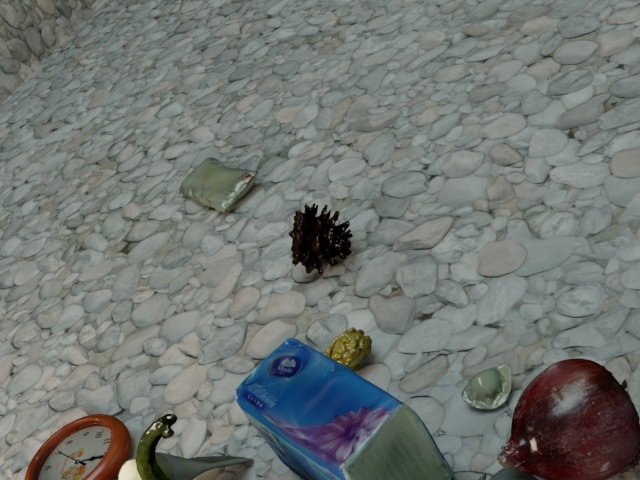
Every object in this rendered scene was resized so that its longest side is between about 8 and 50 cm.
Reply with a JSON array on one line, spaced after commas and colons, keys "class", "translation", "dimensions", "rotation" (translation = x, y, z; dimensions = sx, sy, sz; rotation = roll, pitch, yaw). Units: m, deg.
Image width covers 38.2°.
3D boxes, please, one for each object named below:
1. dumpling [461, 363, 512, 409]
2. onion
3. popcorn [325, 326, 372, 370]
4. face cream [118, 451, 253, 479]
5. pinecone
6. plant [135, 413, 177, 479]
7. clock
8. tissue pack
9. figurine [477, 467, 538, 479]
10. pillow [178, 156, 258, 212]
[{"class": "dumpling", "translation": [0.249, 0.220, 1.359], "dimensions": [0.077, 0.043, 0.059], "rotation": [-23, 48, -18]}, {"class": "onion", "translation": [0.306, 0.241, 1.174], "dimensions": [0.194, 0.160, 0.159], "rotation": [-23, 32, -12]}, {"class": "popcorn", "translation": [0.048, 0.183, 1.525], "dimensions": [0.057, 0.083, 0.082], "rotation": [43, 109, 26]}, {"class": "face cream", "translation": [-0.210, 0.348, 1.414], "dimensions": [0.114, 0.070, 0.224], "rotation": [-7, -5, 30]}, {"class": "pinecone", "translation": [0.000, -0.001, 1.756], "dimensions": [0.120, 0.140, 0.140], "rotation": [-2, 36, -4]}, {"class": "plant", "translation": [-0.157, 0.348, 1.254], "dimensions": [0.251, 0.334, 0.180], "rotation": [-24, 17, 31]}, {"class": "clock", "translation": [-0.426, 0.391, 1.622], "dimensions": [0.205, 0.051, 0.205], "rotation": [-20, 34, 14]}, {"class": "tissue pack", "translation": [0.031, 0.275, 1.303], "dimensions": [0.146, 0.198, 0.263], "rotation": [-45, 36, -20]}, {"class": "figurine", "translation": [0.241, 0.339, 1.191], "dimensions": [0.086, 0.082, 0.095], "rotation": [-2, 51, 10]}, {"class": "pillow", "translation": [-0.242, -0.134, 2.171], "dimensions": [0.128, 0.051, 0.229], "rotation": [-50, 37, -15]}]
